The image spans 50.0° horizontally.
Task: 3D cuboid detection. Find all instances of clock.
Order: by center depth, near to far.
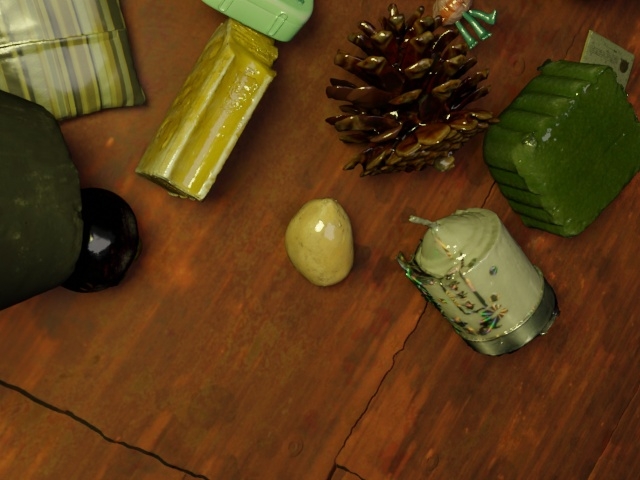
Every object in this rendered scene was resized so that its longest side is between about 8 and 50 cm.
[{"bbox_3d":[-0.089,-0.379,0.938,0.159,0.066,0.211,21,49,-29],"label":"clock"}]

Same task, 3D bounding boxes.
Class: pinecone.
[{"bbox_3d":[0.125,-0.219,1.024,0.264,0.264,0.264,-5,101,-28],"label":"pinecone"}]

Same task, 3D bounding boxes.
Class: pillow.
[{"bbox_3d":[-0.344,-0.253,0.860,0.212,0.052,0.208,-18,108,-22],"label":"pillow"}]

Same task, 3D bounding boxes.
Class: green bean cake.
[{"bbox_3d":[0.436,-0.164,1.236,0.250,0.156,0.247,-45,119,-6],"label":"green bean cake"}]

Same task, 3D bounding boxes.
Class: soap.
[{"bbox_3d":[-0.144,-0.183,0.922,0.080,0.160,0.258,31,82,-27],"label":"soap"}]

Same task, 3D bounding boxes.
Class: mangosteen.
[{"bbox_3d":[-0.291,0.002,0.902,0.151,0.137,0.137,25,85,-64],"label":"mangosteen"}]

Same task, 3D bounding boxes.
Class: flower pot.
[{"bbox_3d":[-0.413,-0.050,0.721,0.251,0.379,0.380,-8,102,-45],"label":"flower pot"}]

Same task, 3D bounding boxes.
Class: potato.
[{"bbox_3d":[0.001,0.003,1.065,0.112,0.112,0.147,-24,116,-23],"label":"potato"}]

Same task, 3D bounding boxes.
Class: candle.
[{"bbox_3d":[0.248,0.042,1.156,0.187,0.187,0.330,-49,116,-13],"label":"candle"}]

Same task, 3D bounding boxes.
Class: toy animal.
[{"bbox_3d":[0.202,-0.406,1.107,0.208,0.100,0.103,37,119,-16],"label":"toy animal"}]

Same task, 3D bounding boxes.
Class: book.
[{"bbox_3d":[0.551,-0.297,1.361,0.138,0.016,0.199,16,91,-29],"label":"book"}]
